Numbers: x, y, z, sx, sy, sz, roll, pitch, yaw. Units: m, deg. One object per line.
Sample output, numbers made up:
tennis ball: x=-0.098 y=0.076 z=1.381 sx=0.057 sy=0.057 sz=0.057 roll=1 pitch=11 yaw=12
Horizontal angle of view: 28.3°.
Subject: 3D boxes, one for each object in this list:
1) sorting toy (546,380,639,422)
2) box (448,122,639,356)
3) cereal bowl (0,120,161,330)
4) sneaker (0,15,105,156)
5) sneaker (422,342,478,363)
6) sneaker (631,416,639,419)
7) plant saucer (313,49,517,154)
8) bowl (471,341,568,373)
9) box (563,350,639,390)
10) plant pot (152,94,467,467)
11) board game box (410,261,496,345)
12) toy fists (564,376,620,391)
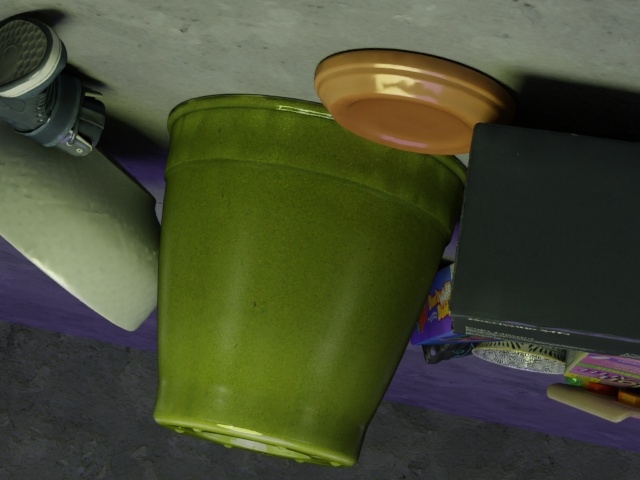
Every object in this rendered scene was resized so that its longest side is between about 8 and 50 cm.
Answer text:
sorting toy: x=0.481 y=0.243 z=1.935 sx=0.208 sy=0.038 sz=0.193 roll=5 pitch=-176 yaw=-25
box: x=0.304 y=0.021 z=1.230 sx=0.343 sy=0.179 sz=0.312 roll=8 pitch=175 yaw=7
cereal bowl: x=-0.303 y=-0.050 z=1.543 sx=0.339 sy=0.141 sz=0.339 roll=43 pitch=179 yaw=1
sneaker: x=-0.278 y=-0.157 z=1.326 sx=0.163 sy=0.086 sz=0.226 roll=23 pitch=164 yaw=-34
sneaker: x=0.232 y=0.145 z=2.156 sx=0.106 sy=0.101 sz=0.267 roll=-7 pitch=168 yaw=-3
sneaker: x=0.559 y=0.281 z=2.341 sx=0.111 sy=0.103 sz=0.252 roll=19 pitch=165 yaw=-32
plant saucer: x=0.089 y=-0.127 z=1.227 sx=0.200 sy=0.037 sz=0.200 roll=11 pitch=167 yaw=3
bowl: x=0.341 y=0.163 z=2.101 sx=0.170 sy=0.080 sz=0.170 roll=12 pitch=166 yaw=3
box: x=0.478 y=0.143 z=1.813 sx=0.213 sy=0.117 sz=0.243 roll=11 pitch=167 yaw=4
plant pot: x=-0.037 y=0.067 z=1.460 sx=0.366 sy=0.353 sz=0.366 roll=11 pitch=167 yaw=3
board game box: x=0.304 y=0.074 z=1.556 sx=0.347 sy=0.078 sz=0.233 roll=-2 pitch=171 yaw=-11
toy fists: x=0.509 y=0.222 z=2.162 sx=0.142 sy=0.096 sz=0.279 roll=16 pitch=168 yaw=-12
